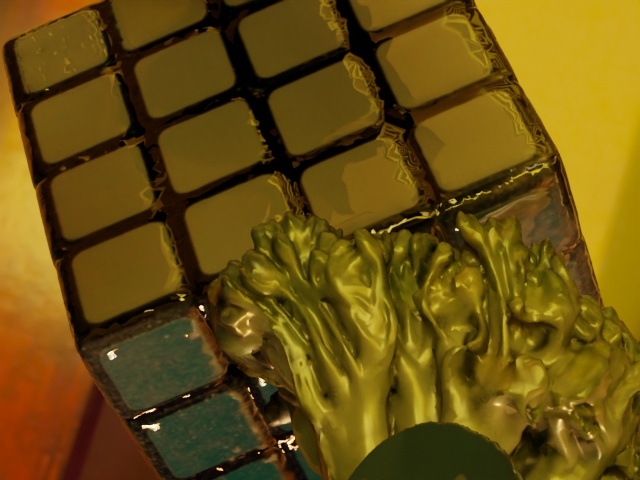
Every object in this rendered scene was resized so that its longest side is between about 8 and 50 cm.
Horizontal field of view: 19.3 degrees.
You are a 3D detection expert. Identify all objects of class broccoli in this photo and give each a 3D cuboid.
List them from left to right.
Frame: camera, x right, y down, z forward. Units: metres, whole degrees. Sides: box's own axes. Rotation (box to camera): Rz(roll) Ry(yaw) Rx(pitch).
[{"bbox_3d":[0.072,0.117,1.043,0.245,0.288,0.248,-80,-7,-55],"label":"broccoli"}]

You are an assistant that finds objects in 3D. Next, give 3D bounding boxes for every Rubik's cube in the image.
[{"bbox_3d":[0.000,0.000,1.390,0.344,0.337,0.344,64,-177,-46],"label":"Rubik's cube"}]

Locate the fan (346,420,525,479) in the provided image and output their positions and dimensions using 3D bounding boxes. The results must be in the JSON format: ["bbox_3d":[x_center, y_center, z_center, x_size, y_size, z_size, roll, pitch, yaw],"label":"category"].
[{"bbox_3d":[0.035,0.153,0.687,0.113,0.005,0.175,-7,71,46],"label":"fan"}]
